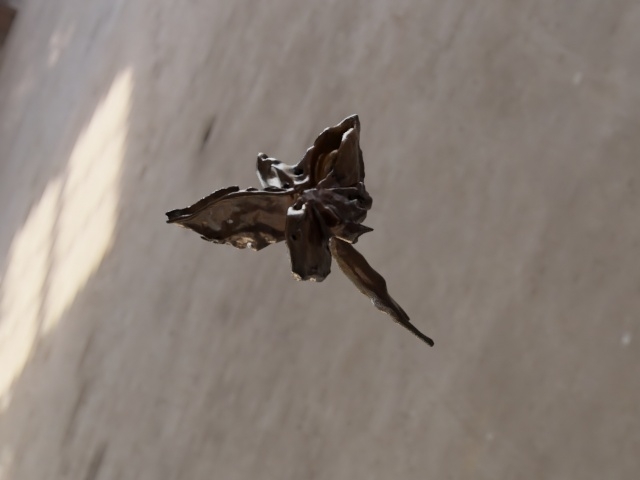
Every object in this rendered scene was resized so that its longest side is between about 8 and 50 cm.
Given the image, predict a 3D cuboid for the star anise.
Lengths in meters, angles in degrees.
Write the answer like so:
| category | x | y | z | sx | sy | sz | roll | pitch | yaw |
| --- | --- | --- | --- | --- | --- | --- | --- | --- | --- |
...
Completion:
| category | x | y | z | sx | sy | sz | roll | pitch | yaw |
| --- | --- | --- | --- | --- | --- | --- | --- | --- | --- |
| star anise | 0.002 | 0.006 | 1.287 | 0.158 | 0.144 | 0.140 | -34 | 42 | -20 |
